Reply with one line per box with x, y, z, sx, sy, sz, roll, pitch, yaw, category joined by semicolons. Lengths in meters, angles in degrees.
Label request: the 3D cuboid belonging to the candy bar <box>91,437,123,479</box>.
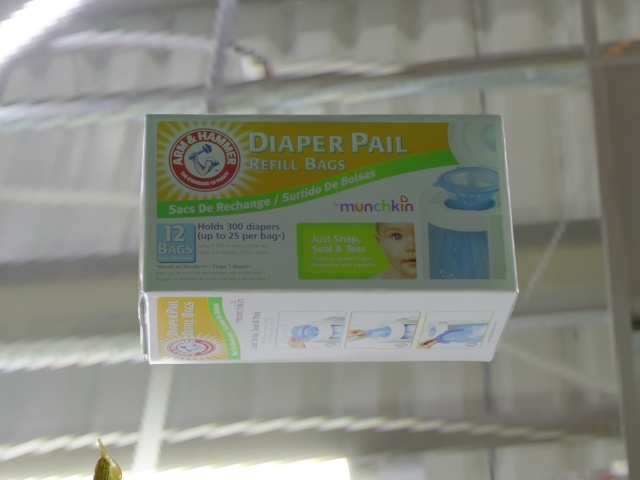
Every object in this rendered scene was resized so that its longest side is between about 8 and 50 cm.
-0.130;0.191;1.065;0.018;0.040;0.161;-1;-125;12;candy bar

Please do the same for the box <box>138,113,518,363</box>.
0.000;0.000;1.052;0.203;0.103;0.114;-1;-115;-5;box
